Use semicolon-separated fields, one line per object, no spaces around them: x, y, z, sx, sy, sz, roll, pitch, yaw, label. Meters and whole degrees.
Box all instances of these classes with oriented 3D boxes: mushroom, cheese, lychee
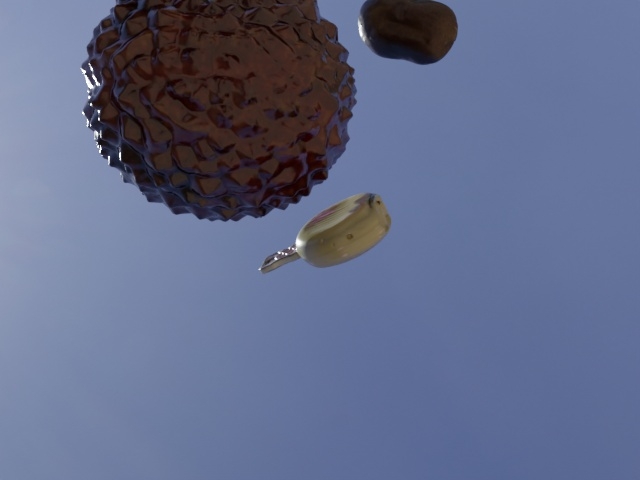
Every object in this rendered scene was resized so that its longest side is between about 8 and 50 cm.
0.210;-0.471;1.557;0.227;0.148;0.217;26;-162;16;mushroom
0.000;0.000;1.062;0.064;0.227;0.137;59;-155;-17;cheese
-0.142;-0.233;1.112;0.500;0.425;0.424;-7;-103;-62;lychee
